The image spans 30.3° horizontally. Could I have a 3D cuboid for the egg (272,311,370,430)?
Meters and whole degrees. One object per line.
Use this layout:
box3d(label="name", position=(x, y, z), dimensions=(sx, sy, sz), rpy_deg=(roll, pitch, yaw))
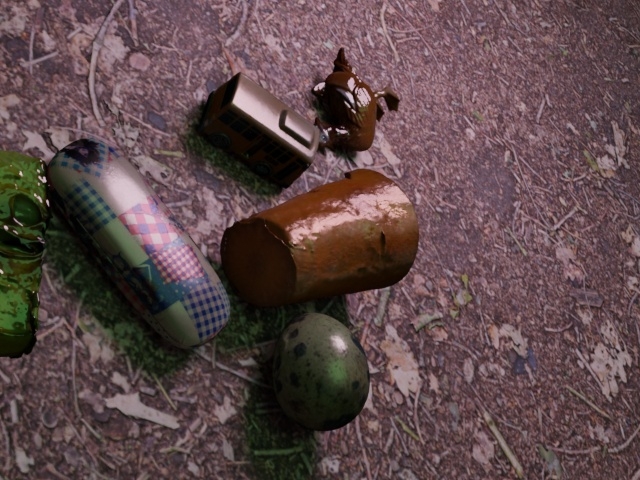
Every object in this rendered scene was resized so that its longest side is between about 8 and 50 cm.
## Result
box3d(label="egg", position=(-0.002, 0.183, 1.685), dimensions=(0.141, 0.141, 0.181), rpy_deg=(18, 46, -37))

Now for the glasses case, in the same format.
box3d(label="glasses case", position=(-0.246, 0.004, 1.607), dimensions=(0.327, 0.076, 0.125), rpy_deg=(52, 42, -4))

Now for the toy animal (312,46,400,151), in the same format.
box3d(label="toy animal", position=(0.037, -0.240, 2.048), dimensions=(0.179, 0.089, 0.188), rpy_deg=(-19, 84, -34))

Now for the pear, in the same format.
box3d(label="pear", position=(-0.449, 0.012, 1.345), dimensions=(0.255, 0.164, 0.238), rpy_deg=(11, 68, -34))

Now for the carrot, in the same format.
box3d(label="carrot", position=(0.000, 0.000, 1.770), dimensions=(0.254, 0.196, 0.196), rpy_deg=(-14, 75, -48))

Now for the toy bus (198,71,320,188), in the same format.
box3d(label="toy bus", position=(-0.088, -0.173, 1.855), dimensions=(0.182, 0.103, 0.091), rpy_deg=(34, 46, -25))
